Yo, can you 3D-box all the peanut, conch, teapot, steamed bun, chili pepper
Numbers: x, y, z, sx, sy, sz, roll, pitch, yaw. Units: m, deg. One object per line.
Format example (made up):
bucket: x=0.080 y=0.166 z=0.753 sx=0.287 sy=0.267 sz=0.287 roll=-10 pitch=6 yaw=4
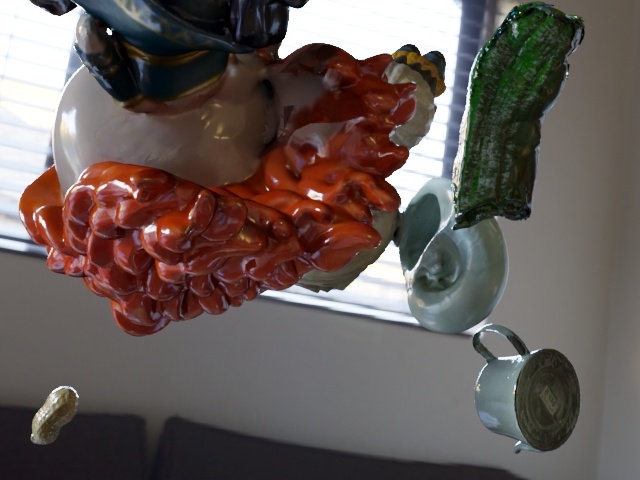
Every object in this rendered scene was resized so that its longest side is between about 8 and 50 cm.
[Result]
peanut: x=-0.417 y=0.276 z=1.483 sx=0.054 sy=0.113 sz=0.054 roll=35 pitch=15 yaw=-11
conch: x=0.183 y=0.020 z=1.337 sx=0.185 sy=0.221 sz=0.121 roll=17 pitch=17 yaw=35
teapot: x=0.318 y=0.248 z=1.558 sx=0.162 sy=0.239 sz=0.149 roll=-29 pitch=13 yaw=-34
steamed bun: x=0.002 y=0.000 z=1.305 sx=0.211 sy=0.144 sz=0.218 roll=9 pitch=2 yaw=-11
chili pepper: x=0.176 y=-0.111 z=0.885 sx=0.098 sy=0.224 sz=0.061 roll=10 pitch=18 yaw=-18

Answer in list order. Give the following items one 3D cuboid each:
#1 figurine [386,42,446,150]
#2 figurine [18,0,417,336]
figurine: x=0.148 y=-0.290 z=1.799 sx=0.185 sy=0.332 sz=0.204 roll=17 pitch=-39 yaw=14
figurine: x=-0.100 y=-0.119 z=0.601 sx=0.306 sy=0.241 sz=0.411 roll=8 pitch=-48 yaw=34
